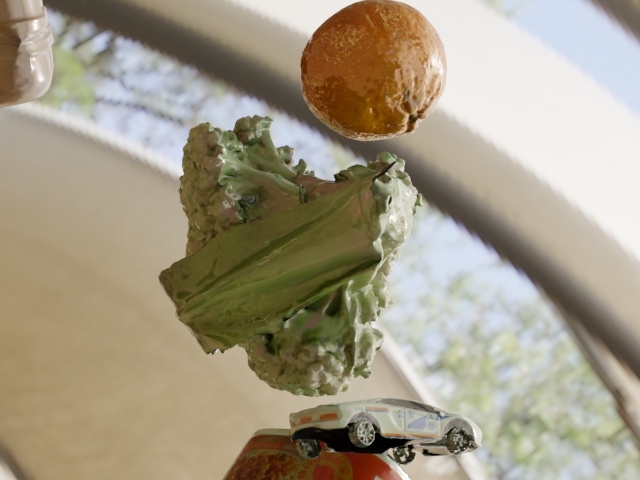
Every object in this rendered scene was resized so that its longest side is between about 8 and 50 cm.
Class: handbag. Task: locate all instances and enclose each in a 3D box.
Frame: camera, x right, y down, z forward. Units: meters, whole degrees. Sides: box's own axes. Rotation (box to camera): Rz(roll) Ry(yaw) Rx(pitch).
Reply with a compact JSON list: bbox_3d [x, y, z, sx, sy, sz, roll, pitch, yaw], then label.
[{"bbox_3d":[-0.441,-0.216,2.182,0.283,0.302,0.149,-99,178,-75],"label":"handbag"}]

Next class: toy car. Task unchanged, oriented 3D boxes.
[{"bbox_3d":[0.064,0.181,1.880,0.095,0.205,0.056,-22,-113,51],"label":"toy car"}]

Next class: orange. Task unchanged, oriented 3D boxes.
[{"bbox_3d":[0.052,-0.152,1.777,0.117,0.135,0.135,33,-33,34],"label":"orange"}]

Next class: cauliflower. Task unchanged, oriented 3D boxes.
[{"bbox_3d":[0.000,0.000,1.686,0.315,0.239,0.256,-27,-127,49],"label":"cauliflower"}]

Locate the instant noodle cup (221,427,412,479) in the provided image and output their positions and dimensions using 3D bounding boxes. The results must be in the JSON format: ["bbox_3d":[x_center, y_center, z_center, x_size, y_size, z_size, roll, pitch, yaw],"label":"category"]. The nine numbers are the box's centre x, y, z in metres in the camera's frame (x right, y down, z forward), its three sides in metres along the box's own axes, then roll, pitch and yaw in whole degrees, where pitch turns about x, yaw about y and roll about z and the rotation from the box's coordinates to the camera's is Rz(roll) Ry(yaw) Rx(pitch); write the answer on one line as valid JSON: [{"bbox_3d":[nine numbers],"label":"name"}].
[{"bbox_3d":[-0.033,0.367,1.969,0.294,0.308,0.294,22,-30,13],"label":"instant noodle cup"}]
